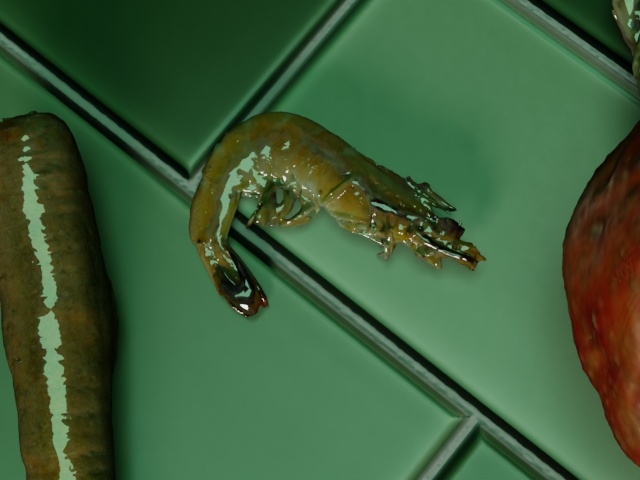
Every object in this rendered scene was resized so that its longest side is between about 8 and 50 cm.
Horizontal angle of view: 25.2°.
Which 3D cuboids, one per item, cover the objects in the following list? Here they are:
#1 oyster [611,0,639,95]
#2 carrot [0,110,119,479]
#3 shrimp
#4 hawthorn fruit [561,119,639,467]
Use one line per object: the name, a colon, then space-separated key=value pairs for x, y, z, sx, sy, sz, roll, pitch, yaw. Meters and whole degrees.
oyster: x=0.280 y=-0.167 z=0.851 sx=0.214 sy=0.083 sz=0.223 roll=-4 pitch=69 yaw=0
carrot: x=-0.146 y=0.094 z=0.819 sx=0.070 sy=0.070 sz=0.342 roll=-9 pitch=81 yaw=1
shrimp: x=0.000 y=0.000 z=0.848 sx=0.178 sy=0.034 sz=0.124 roll=32 pitch=83 yaw=12
hawthorn fruit: x=0.248 y=0.019 z=0.716 sx=0.258 sy=0.262 sz=0.258 roll=0 pitch=91 yaw=2
